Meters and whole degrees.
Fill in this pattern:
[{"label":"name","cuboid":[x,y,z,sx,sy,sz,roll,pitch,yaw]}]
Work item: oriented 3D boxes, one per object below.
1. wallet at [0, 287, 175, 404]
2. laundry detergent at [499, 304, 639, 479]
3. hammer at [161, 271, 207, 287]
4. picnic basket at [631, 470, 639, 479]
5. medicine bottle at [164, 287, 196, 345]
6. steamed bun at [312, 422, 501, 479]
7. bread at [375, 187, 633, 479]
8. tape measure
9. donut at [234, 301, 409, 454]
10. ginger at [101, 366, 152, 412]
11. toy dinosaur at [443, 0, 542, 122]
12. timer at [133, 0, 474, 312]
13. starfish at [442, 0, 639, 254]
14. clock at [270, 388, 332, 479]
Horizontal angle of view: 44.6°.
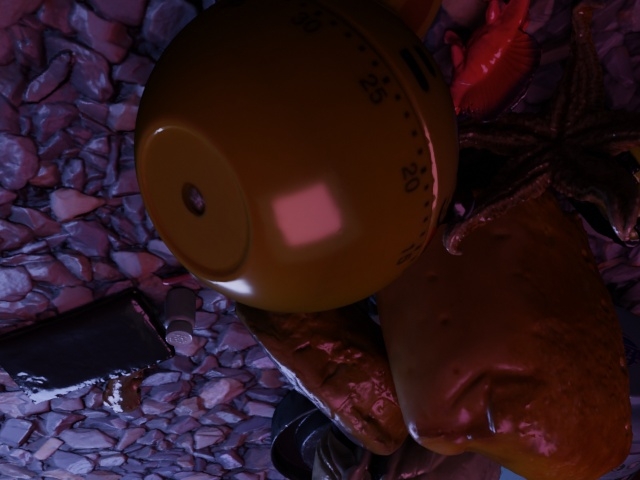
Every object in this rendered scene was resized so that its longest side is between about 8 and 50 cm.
[{"label":"wallet","cuboid":[-0.381,0.175,1.249,0.285,0.030,0.146,-19,120,13]},{"label":"laundry detergent","cuboid":[0.440,0.273,1.323,0.287,0.287,0.305,1,136,-11]},{"label":"hammer","cuboid":[-0.201,0.055,1.171,0.083,0.031,0.053,-14,134,15]},{"label":"picnic basket","cuboid":[0.645,0.383,1.533,0.296,0.222,0.129,-27,116,-6]},{"label":"medicine bottle","cuboid":[-0.215,0.117,1.193,0.047,0.083,0.047,-3,138,-3]},{"label":"steamed bun","cuboid":[0.123,0.366,1.296,0.320,0.275,0.206,-30,112,-19]},{"label":"bread","cuboid":[0.264,0.122,1.025,0.361,0.395,0.250,18,139,-41]},{"label":"tape measure","cuboid":[0.366,-0.089,0.996,0.112,0.199,0.186,-39,92,6]},{"label":"donut","cuboid":[0.033,0.161,1.137,0.160,0.330,0.330,-45,129,7]},{"label":"ginger","cuboid":[-0.328,0.241,1.331,0.069,0.051,0.173,10,136,-24]},{"label":"toy dinosaur","cuboid":[0.215,-0.224,0.864,0.070,0.139,0.286,18,130,-27]},{"label":"timer","cuboid":[0.006,-0.112,0.839,0.387,0.376,0.376,-35,155,-40]},{"label":"starfish","cuboid":[0.267,-0.123,0.894,0.375,0.327,0.094,0,155,43]},{"label":"clock","cuboid":[0.090,0.372,1.525,0.385,0.077,0.386,-5,137,-4]}]
